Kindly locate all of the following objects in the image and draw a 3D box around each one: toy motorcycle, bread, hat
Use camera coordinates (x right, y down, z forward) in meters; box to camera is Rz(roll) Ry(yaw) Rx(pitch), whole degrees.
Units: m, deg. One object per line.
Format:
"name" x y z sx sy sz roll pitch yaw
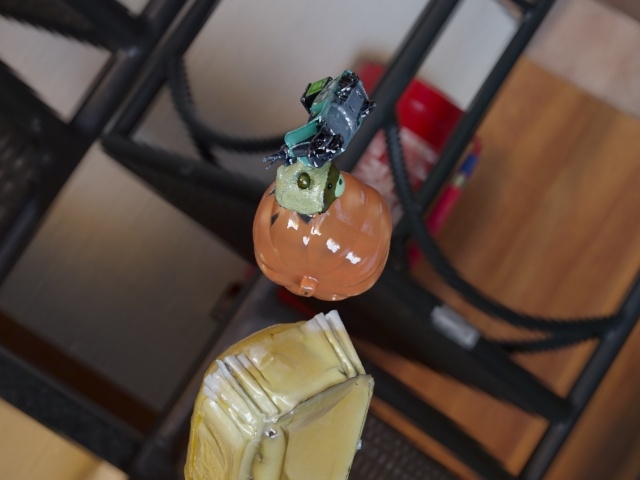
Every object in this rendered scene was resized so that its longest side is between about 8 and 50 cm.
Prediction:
"toy motorcycle" 0.004 -0.134 1.781 0.100 0.173 0.058 -20 119 34
"bread" -0.043 0.179 1.350 0.107 0.136 0.241 47 143 31
"hat" -0.015 -0.074 1.835 0.076 0.077 0.059 18 141 28

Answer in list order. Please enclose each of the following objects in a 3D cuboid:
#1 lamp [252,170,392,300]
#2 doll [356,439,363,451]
"lamp" 0.000 0.000 2.021 0.187 0.164 0.187 13 153 7
"doll" 0.021 0.239 1.851 0.040 0.058 0.085 -4 156 -15
